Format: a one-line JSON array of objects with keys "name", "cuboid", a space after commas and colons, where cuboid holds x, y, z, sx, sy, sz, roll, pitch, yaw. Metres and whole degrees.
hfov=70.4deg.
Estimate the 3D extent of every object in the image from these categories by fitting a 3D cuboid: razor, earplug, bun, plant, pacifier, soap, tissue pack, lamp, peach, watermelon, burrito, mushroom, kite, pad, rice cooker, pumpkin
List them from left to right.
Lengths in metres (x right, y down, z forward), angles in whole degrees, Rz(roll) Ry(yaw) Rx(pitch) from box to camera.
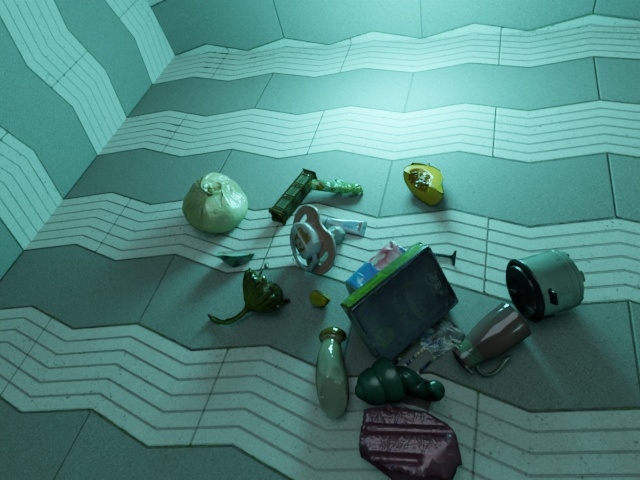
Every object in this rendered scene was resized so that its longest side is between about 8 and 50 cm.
[{"name": "bun", "cuboid": [-0.560, -0.204, 2.360, 0.361, 0.213, 0.361, -6, 50, 8]}, {"name": "watermelon", "cuboid": [-0.408, 0.080, 2.188, 0.180, 0.081, 0.094, 6, 36, 1]}, {"name": "plant", "cuboid": [-0.298, 0.287, 1.995, 0.251, 0.180, 0.333, 44, 106, 30]}, {"name": "lamp", "cuboid": [-0.135, -0.230, 2.341, 0.090, 0.089, 0.325, 23, 62, 28]}, {"name": "pacifier", "cuboid": [-0.016, -0.007, 2.044, 0.273, 0.220, 0.332, -27, 64, -6]}, {"name": "peach", "cuboid": [0.001, 0.248, 1.943, 0.083, 0.050, 0.077, -12, 73, 19]}, {"name": "mushroom", "cuboid": [0.043, 0.483, 1.703, 0.128, 0.128, 0.350, -7, 47, 10]}, {"name": "burrito", "cuboid": [0.084, -0.284, 2.327, 0.288, 0.054, 0.104, 8, 38, 13]}, {"name": "tissue pack", "cuboid": [0.245, 0.163, 1.848, 0.270, 0.209, 0.137, -40, 44, -15]}, {"name": "earplug", "cuboid": [0.262, 0.507, 1.560, 0.280, 0.163, 0.257, -15, 26, -8]}, {"name": "tissue pack", "cuboid": [0.302, 0.234, 1.716, 0.394, 0.288, 0.124, -36, 21, -15]}, {"name": "pad", "cuboid": [0.317, 0.537, 1.652, 0.188, 0.006, 0.113, 14, 58, 25]}, {"name": "soap", "cuboid": [0.290, 0.664, 1.480, 0.325, 0.127, 0.220, -1, 53, 14]}, {"name": "kite", "cuboid": [0.406, 0.410, 1.720, 0.169, 0.015, 0.310, 31, 64, 32]}, {"name": "pumpkin", "cuboid": [0.532, -0.272, 2.190, 0.163, 0.111, 0.278, -26, 46, -26]}, {"name": "razor", "cuboid": [0.492, 0.063, 1.970, 0.190, 0.033, 0.066, 7, 96, 25]}, {"name": "rice cooker", "cuboid": [0.805, 0.166, 1.664, 0.227, 0.241, 0.280, -16, 14, -3]}]

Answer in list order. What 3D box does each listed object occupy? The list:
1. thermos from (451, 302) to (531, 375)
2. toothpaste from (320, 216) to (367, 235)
[{"name": "thermos", "cuboid": [0.609, 0.369, 1.629, 0.265, 0.146, 0.176, -37, 77, -4]}, {"name": "toothpaste", "cuboid": [0.102, -0.074, 2.176, 0.234, 0.057, 0.089, 8, 57, 14]}]
